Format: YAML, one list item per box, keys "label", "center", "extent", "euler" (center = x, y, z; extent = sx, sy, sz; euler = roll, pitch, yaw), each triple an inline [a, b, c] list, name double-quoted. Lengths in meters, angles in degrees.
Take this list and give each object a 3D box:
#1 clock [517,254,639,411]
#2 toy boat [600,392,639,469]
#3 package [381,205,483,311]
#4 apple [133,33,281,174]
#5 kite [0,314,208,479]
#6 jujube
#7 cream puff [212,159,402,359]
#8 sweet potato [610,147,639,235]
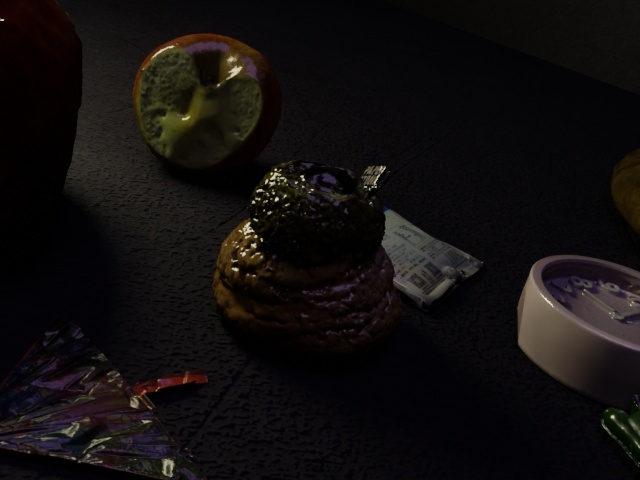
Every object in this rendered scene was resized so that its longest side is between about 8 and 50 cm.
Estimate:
- label: "clock"
  center: [0.304, 0.091, 0.756]
  extent: [0.197, 0.068, 0.197]
  euler: [12, 25, -6]
- label: "toy boat"
  center: [0.318, 0.190, 0.580]
  extent: [0.104, 0.052, 0.210]
  euler: [-12, 33, -13]
- label: "package"
  center: [0.092, 0.009, 0.861]
  extent: [0.173, 0.027, 0.171]
  euler: [30, 31, 23]
- label: "apple"
  center: [-0.148, -0.183, 0.968]
  extent: [0.195, 0.173, 0.160]
  euler: [18, 28, 0]
- label: "kite"
  center: [-0.160, 0.122, 0.532]
  extent: [0.189, 0.009, 0.232]
  euler: [-9, 35, -41]
- label: "jujube"
  center: [-0.373, -0.150, 0.714]
  extent: [0.277, 0.276, 0.377]
  euler: [4, 39, -20]
- label: "cream puff"
  center: [0.000, 0.000, 0.674]
  extent: [0.183, 0.169, 0.183]
  euler: [11, 24, -5]
- label: "sweet potato"
  center: [0.528, -0.063, 1.121]
  extent: [0.131, 0.130, 0.422]
  euler: [13, 20, -1]
